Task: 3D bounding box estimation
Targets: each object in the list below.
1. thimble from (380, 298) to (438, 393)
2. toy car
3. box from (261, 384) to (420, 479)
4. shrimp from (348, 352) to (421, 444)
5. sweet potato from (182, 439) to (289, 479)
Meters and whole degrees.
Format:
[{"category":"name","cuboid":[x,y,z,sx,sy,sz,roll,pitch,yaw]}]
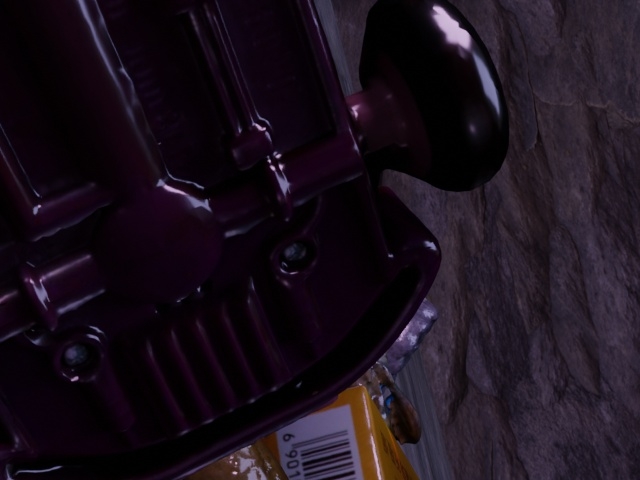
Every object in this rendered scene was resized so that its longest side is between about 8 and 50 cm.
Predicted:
[{"category":"thimble","cuboid":[0.070,0.117,1.379,0.097,0.150,0.150,36,3,10]},{"category":"toy car","cuboid":[-0.107,-0.088,0.425,0.240,0.271,0.341,50,-18,55]},{"category":"box","cuboid":[0.053,0.368,0.956,0.264,0.115,0.415,64,12,-55]},{"category":"shrimp","cuboid":[0.000,0.029,1.187,0.221,0.109,0.446,-41,117,-61]},{"category":"sweet potato","cuboid":[-0.053,0.195,0.752,0.286,0.085,0.112,61,-23,-14]}]
